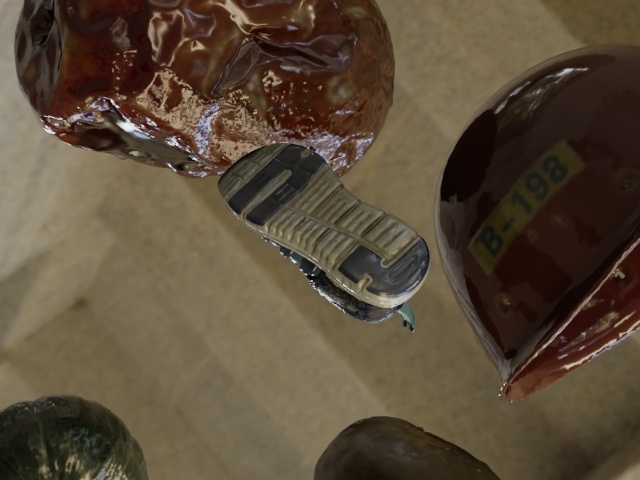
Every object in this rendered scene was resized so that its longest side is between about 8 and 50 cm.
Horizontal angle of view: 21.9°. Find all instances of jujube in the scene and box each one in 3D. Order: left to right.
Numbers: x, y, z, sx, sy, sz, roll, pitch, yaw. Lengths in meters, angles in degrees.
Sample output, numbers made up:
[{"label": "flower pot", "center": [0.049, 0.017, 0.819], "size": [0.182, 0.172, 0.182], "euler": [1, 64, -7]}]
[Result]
[{"label": "jujube", "center": [-0.101, -0.181, 1.607], "size": [0.276, 0.376, 0.277], "euler": [2, -88, 57]}]

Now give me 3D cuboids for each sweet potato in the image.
[{"label": "sweet potato", "center": [0.059, 0.197, 0.802], "size": [0.112, 0.286, 0.085], "euler": [-16, -48, 10]}]

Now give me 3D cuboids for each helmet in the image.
[{"label": "helmet", "center": [0.242, -0.055, 1.486], "size": [0.230, 0.337, 0.385], "euler": [49, -62, 19]}]

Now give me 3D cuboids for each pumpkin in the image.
[{"label": "pumpkin", "center": [-0.286, 0.263, 1.758], "size": [0.152, 0.211, 0.212], "euler": [-104, 172, -69]}]

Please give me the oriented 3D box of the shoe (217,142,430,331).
[{"label": "shoe", "center": [0.000, 0.000, 1.387], "size": [0.207, 0.091, 0.106], "euler": [38, -26, 19]}]
